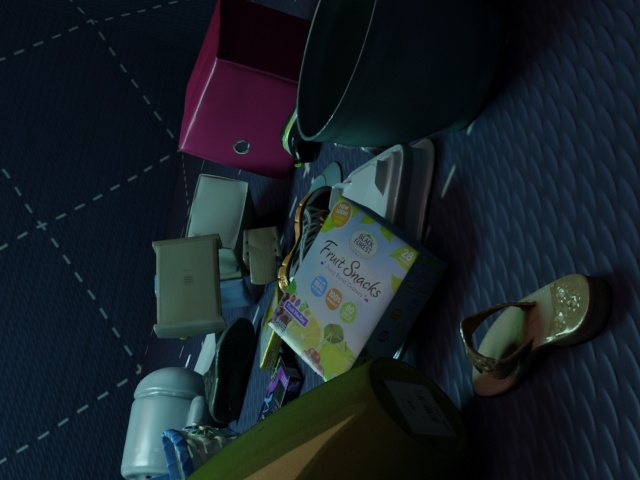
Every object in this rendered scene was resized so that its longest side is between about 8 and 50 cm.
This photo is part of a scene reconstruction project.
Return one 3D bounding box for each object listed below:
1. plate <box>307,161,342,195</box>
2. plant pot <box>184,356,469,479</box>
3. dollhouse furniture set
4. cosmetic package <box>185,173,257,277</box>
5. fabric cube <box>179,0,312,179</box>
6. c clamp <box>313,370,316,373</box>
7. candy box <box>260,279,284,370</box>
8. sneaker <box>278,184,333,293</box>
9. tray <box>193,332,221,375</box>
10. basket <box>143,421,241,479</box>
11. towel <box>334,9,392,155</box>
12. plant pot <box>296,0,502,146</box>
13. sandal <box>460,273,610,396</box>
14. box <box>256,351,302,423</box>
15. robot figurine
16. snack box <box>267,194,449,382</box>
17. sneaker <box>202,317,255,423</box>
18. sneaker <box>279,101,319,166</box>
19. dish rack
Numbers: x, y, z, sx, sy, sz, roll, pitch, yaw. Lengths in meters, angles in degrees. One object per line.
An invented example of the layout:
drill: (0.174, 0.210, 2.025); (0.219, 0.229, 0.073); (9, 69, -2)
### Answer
plate: (-0.005, -0.059, 1.742); (0.188, 0.024, 0.188); (-165, 90, -74)
plant pot: (0.019, 0.274, 1.035); (0.293, 0.275, 0.274); (-51, 25, 23)
dollhouse furniture set: (-0.204, 0.144, 1.961); (0.303, 0.287, 0.198); (81, -178, -61)
cosmetic package: (-0.219, -0.026, 2.115); (0.309, 0.113, 0.160); (93, -172, -78)
fabric cube: (-0.142, -0.331, 2.021); (0.259, 0.254, 0.258); (-92, 24, -45)
c clamp: (0.012, 0.127, 1.546); (0.137, 0.022, 0.160); (-122, 47, -77)
candy box: (-0.089, 0.159, 1.792); (0.206, 0.027, 0.105); (-98, 25, -71)
sneaker: (0.000, 0.000, 1.586); (0.083, 0.084, 0.214); (-16, 51, 48)
tray: (-0.297, 0.343, 2.383); (0.145, 0.030, 0.270); (-105, 33, -58)
basket: (-0.253, 0.439, 1.666); (0.255, 0.289, 0.201); (-17, 90, 68)
towel: (0.079, -0.287, 1.483); (0.283, 0.121, 0.234); (-102, 24, -63)
plant pot: (0.110, -0.247, 1.203); (0.293, 0.196, 0.292); (-167, 90, -73)
sandal: (0.178, 0.086, 0.910); (0.240, 0.079, 0.088); (131, 148, -58)
box: (-0.078, 0.298, 1.685); (0.116, 0.029, 0.162); (-131, 55, -71)
robot figurine: (-0.343, 0.444, 2.147); (0.300, 0.200, 0.353); (-27, 49, 46)
snack box: (0.043, 0.072, 1.211); (0.174, 0.070, 0.207); (38, 101, 45)
sneaker: (-0.206, 0.271, 2.032); (0.130, 0.087, 0.227); (-157, 76, -67)
sneaker: (-0.003, -0.246, 1.841); (0.097, 0.084, 0.234); (58, 138, 35)
dish rack: (0.063, 0.023, 1.371); (0.285, 0.072, 0.332); (157, 124, -69)
